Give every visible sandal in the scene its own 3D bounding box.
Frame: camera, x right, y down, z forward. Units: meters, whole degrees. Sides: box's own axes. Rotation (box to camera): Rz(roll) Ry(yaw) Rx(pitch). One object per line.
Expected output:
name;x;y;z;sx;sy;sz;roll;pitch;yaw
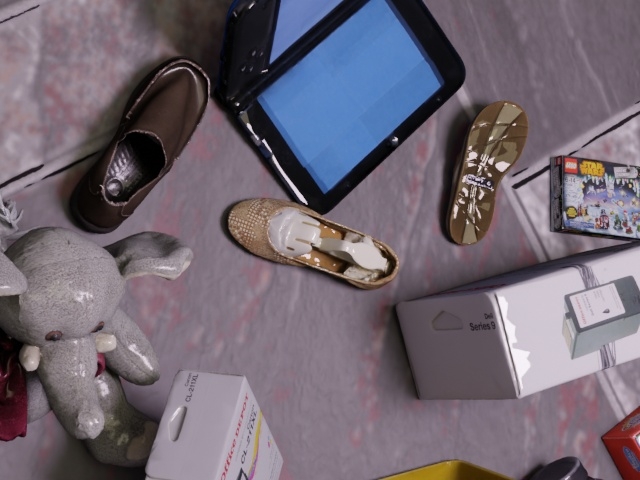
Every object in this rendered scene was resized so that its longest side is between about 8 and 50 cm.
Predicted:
sandal;0.187;-0.082;1.751;0.072;0.049;0.180;20;88;-18

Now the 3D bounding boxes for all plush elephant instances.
plush elephant;-0.255;0.091;1.369;0.272;0.255;0.330;-8;86;-28

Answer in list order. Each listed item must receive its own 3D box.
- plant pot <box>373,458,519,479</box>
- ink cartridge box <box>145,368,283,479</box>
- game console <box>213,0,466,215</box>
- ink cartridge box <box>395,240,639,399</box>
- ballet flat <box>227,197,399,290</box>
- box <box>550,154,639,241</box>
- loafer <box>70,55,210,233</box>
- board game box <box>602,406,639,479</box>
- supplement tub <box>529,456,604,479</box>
plant pot;0.125;0.364;1.565;0.212;0.212;0.187;-10;99;-29
ink cartridge box;-0.101;0.226;1.462;0.072;0.175;0.127;4;55;16
game console;0.042;-0.217;1.629;0.173;0.250;0.293;39;63;12
ink cartridge box;0.262;0.087;1.668;0.289;0.211;0.121;-14;90;-28
ballet flat;0.000;0.000;1.624;0.206;0.067;0.073;17;79;-24
box;0.347;-0.051;1.837;0.137;0.027;0.094;6;79;-27
loafer;-0.173;-0.102;1.543;0.080;0.078;0.220;35;68;-19
board game box;0.518;0.316;1.847;0.242;0.064;0.316;-31;97;-28
supplement tub;0.316;0.349;1.714;0.106;0.106;0.198;-36;98;-27
